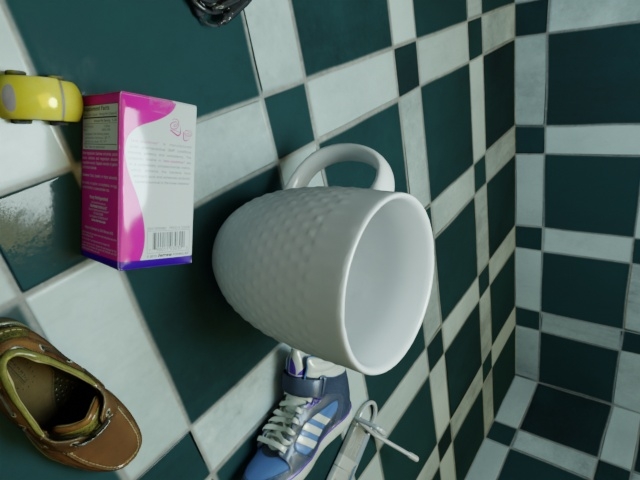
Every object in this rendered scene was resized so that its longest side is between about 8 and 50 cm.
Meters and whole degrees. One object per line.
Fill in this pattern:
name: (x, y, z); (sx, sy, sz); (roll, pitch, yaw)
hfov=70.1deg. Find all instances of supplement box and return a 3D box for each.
supplement box: (-0.250, -0.081, 0.628); (0.111, 0.113, 0.220); (-4, 103, -51)

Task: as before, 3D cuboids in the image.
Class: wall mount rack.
wall mount rack: (0.140, 0.650, 1.277); (0.350, 0.130, 0.304); (-60, 138, -23)

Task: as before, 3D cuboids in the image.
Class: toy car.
toy car: (-0.391, -0.172, 0.474); (0.239, 0.053, 0.225); (-52, 134, -32)

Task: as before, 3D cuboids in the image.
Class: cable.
cable: (-0.159, -0.442, 0.725); (0.185, 0.047, 0.151); (-55, 131, -25)

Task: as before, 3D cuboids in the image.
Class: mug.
mug: (0.000, 0.000, 0.789); (0.276, 0.327, 0.375); (36, 69, -50)

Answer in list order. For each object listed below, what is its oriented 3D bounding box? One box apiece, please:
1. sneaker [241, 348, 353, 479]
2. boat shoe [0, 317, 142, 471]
sneaker: (-0.065, 0.351, 0.968); (0.322, 0.130, 0.237); (-29, 110, -40)
boat shoe: (-0.331, 0.231, 0.600); (0.111, 0.104, 0.307); (-54, 135, -30)
